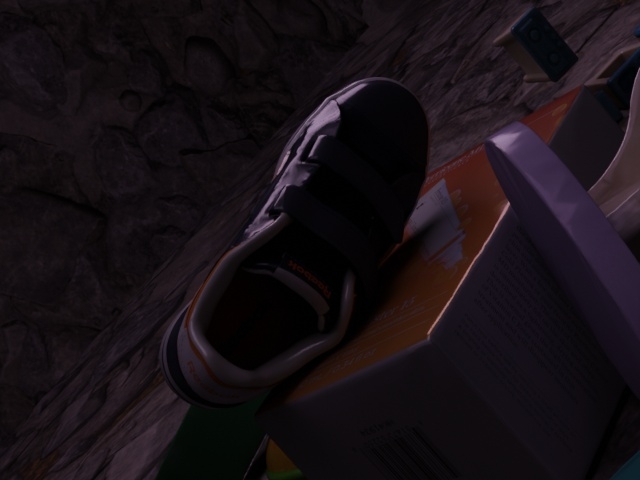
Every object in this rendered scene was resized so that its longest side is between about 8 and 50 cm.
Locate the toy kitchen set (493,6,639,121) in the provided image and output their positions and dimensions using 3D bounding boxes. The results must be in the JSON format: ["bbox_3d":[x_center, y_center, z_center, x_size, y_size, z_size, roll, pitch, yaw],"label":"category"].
[{"bbox_3d":[0.335,-0.246,1.646,0.207,0.166,0.122,-46,13,-17],"label":"toy kitchen set"}]

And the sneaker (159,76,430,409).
[{"bbox_3d":[0.000,0.000,1.141,0.321,0.126,0.127,-56,11,-14],"label":"sneaker"}]

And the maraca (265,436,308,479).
[{"bbox_3d":[0.032,0.170,1.310,0.186,0.099,0.127,-28,13,3],"label":"maraca"}]

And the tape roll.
[{"bbox_3d":[-0.065,0.140,1.457,0.321,0.077,0.321,-62,-3,-6],"label":"tape roll"}]

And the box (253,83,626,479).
[{"bbox_3d":[0.138,0.062,1.182,0.215,0.168,0.345,-30,16,44],"label":"box"}]

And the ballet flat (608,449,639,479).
[{"bbox_3d":[0.274,0.098,0.767,0.348,0.123,0.123,-47,12,2],"label":"ballet flat"}]

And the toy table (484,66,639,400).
[{"bbox_3d":[0.247,-0.003,0.979,0.161,0.274,0.252,-31,-21,-1],"label":"toy table"}]
